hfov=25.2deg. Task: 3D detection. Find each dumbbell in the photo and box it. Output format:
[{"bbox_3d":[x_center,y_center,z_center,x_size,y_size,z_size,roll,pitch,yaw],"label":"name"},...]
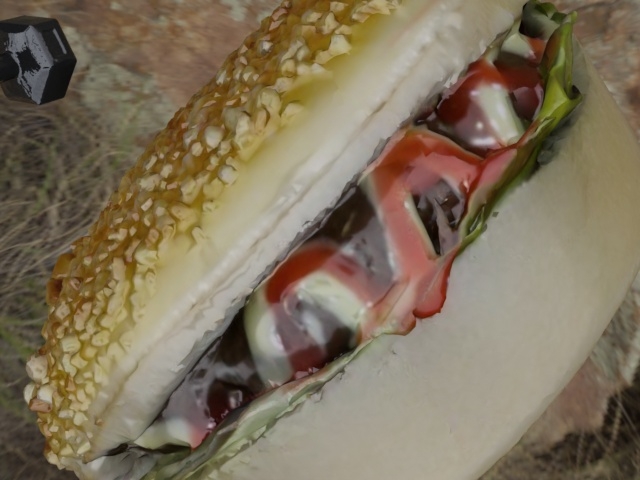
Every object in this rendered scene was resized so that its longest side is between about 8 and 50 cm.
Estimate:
[{"bbox_3d":[-0.140,-0.067,0.582,0.040,0.083,0.036,12,115,35],"label":"dumbbell"}]

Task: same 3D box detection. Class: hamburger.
[{"bbox_3d":[0.000,0.000,0.609,0.302,0.302,0.170,-44,101,8],"label":"hamburger"}]
